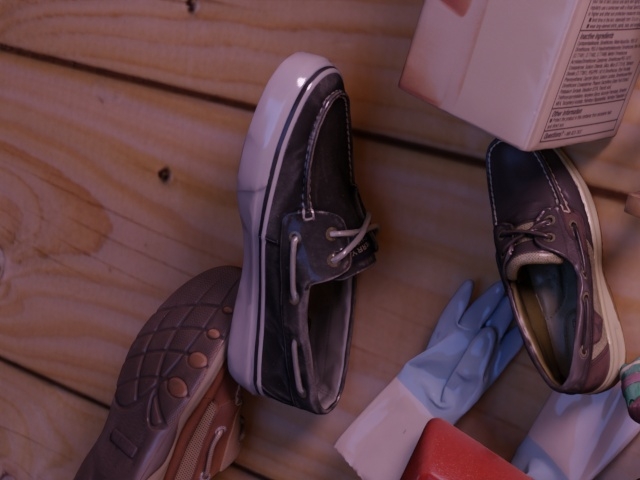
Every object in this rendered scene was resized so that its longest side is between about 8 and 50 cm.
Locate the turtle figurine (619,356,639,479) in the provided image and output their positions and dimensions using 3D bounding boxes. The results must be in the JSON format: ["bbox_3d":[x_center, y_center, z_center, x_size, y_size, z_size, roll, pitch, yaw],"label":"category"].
[{"bbox_3d":[0.283,0.143,1.022,0.175,0.118,0.234,27,119,34],"label":"turtle figurine"}]

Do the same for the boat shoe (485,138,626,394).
[{"bbox_3d":[0.178,0.014,1.100,0.080,0.073,0.223,-22,79,32],"label":"boat shoe"}]

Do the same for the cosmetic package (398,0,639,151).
[{"bbox_3d":[0.183,-0.227,1.017,0.129,0.153,0.296,31,115,31],"label":"cosmetic package"}]

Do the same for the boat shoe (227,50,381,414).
[{"bbox_3d":[0.000,0.000,1.244,0.119,0.121,0.335,21,121,28],"label":"boat shoe"}]

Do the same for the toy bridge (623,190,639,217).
[{"bbox_3d":[0.266,-0.109,1.022,0.026,0.063,0.188,21,111,36],"label":"toy bridge"}]

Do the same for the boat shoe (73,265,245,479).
[{"bbox_3d":[-0.135,0.175,1.374,0.123,0.116,0.324,38,101,47],"label":"boat shoe"}]

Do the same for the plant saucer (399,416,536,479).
[{"bbox_3d":[0.135,0.321,1.150,0.258,0.048,0.259,33,114,24],"label":"plant saucer"}]

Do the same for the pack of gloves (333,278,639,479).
[{"bbox_3d":[0.147,0.160,1.190,0.195,0.046,0.232,46,112,24],"label":"pack of gloves"}]
